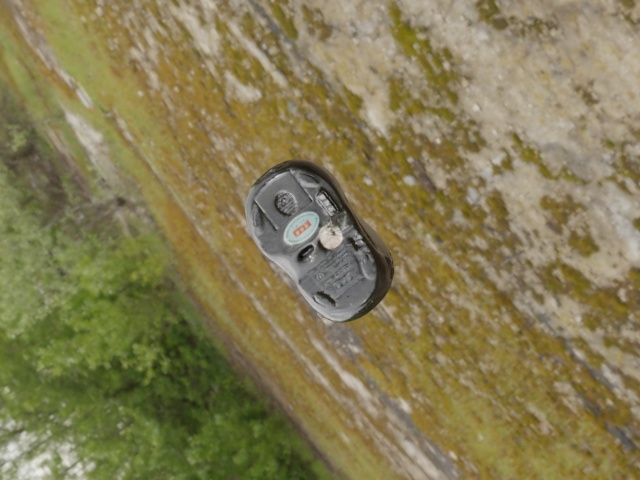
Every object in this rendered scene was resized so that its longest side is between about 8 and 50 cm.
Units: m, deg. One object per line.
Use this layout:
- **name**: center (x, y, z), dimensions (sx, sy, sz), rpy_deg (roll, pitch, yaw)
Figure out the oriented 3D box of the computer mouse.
- **computer mouse**: center (0.000, 0.000, 1.061), dimensions (0.233, 0.137, 0.096), rpy_deg (56, -164, 7)
